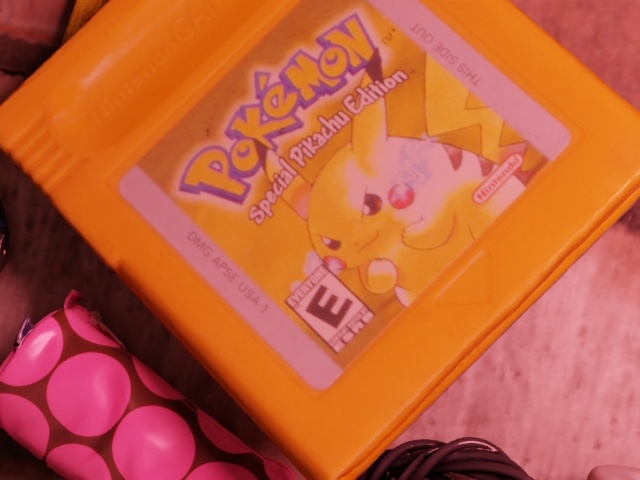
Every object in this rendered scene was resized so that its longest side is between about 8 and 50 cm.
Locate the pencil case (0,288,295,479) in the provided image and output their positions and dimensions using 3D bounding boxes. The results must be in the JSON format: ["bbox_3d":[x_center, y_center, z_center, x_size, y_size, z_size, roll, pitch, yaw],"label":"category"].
[{"bbox_3d":[-0.108,0.128,0.995,0.209,0.095,0.098,38,78,6],"label":"pencil case"}]

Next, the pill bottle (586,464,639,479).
[{"bbox_3d":[0.193,0.245,0.925,0.119,0.119,0.209,12,90,10],"label":"pill bottle"}]

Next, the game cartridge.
[{"bbox_3d":[-0.003,-0.058,0.955,0.285,0.053,0.323,-45,72,-3],"label":"game cartridge"}]

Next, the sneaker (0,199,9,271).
[{"bbox_3d":[-0.291,-0.046,1.041,0.211,0.081,0.080,43,61,-7],"label":"sneaker"}]

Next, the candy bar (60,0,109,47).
[{"bbox_3d":[-0.152,-0.129,1.042,0.040,0.018,0.162,18,92,13],"label":"candy bar"}]

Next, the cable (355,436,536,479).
[{"bbox_3d":[0.052,0.197,0.968,0.184,0.047,0.151,-9,74,24],"label":"cable"}]
